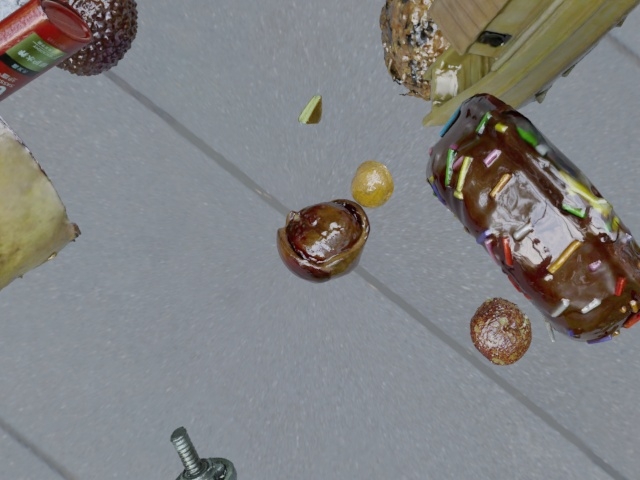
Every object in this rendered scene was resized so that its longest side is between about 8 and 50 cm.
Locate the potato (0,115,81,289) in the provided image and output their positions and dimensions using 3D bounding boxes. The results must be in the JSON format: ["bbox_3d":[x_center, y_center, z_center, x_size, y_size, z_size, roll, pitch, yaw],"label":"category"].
[{"bbox_3d":[-0.404,-0.005,0.798,0.229,0.229,0.266,45,67,0],"label":"potato"}]

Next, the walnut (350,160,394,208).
[{"bbox_3d":[0.096,-0.107,1.771,0.091,0.121,0.052,42,51,12],"label":"walnut"}]

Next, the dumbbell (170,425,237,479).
[{"bbox_3d":[-0.109,0.316,0.961,0.081,0.081,0.254,-22,109,-1],"label":"dumbbell"}]

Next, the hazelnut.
[{"bbox_3d":[0.007,0.003,1.808,0.170,0.201,0.161,11,117,32],"label":"hazelnut"}]

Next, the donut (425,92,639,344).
[{"bbox_3d":[0.172,-0.011,0.696,0.096,0.216,0.230,-40,78,9],"label":"donut"}]

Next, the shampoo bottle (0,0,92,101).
[{"bbox_3d":[-0.522,-0.286,1.404,0.314,0.118,0.076,-26,69,21],"label":"shampoo bottle"}]

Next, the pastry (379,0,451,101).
[{"bbox_3d":[0.212,-0.364,1.477,0.192,0.275,0.275,-5,90,-16],"label":"pastry"}]

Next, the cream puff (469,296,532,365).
[{"bbox_3d":[0.385,0.186,1.813,0.149,0.084,0.149,10,70,-30],"label":"cream puff"}]

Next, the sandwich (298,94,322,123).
[{"bbox_3d":[-0.017,-0.267,1.835,0.031,0.044,0.083,15,58,30],"label":"sandwich"}]

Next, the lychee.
[{"bbox_3d":[-0.414,-0.398,1.573,0.188,0.188,0.188,0,90,-1],"label":"lychee"}]

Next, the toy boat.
[{"bbox_3d":[0.200,-0.231,0.813,0.162,0.445,0.136,6,70,-13],"label":"toy boat"}]

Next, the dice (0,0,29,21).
[{"bbox_3d":[-0.613,-0.504,1.879,0.181,0.182,0.183,-40,99,7],"label":"dice"}]
